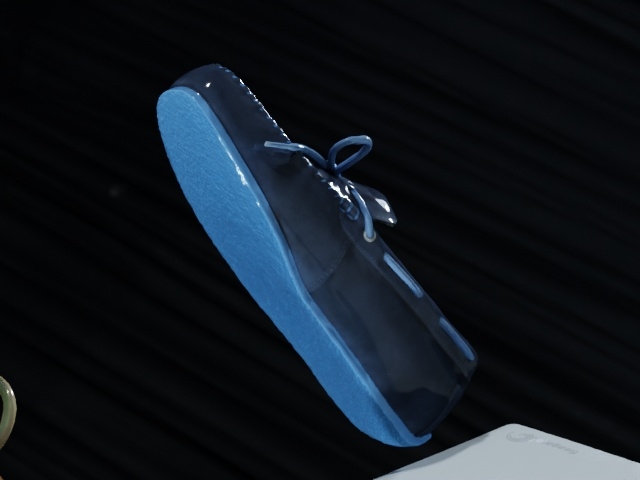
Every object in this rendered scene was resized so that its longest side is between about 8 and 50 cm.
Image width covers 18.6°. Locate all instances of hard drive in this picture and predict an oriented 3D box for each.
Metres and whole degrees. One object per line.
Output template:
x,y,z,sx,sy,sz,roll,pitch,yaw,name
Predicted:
0.106,0.213,1.412,0.307,0.203,0.040,-17,-69,-40,hard drive

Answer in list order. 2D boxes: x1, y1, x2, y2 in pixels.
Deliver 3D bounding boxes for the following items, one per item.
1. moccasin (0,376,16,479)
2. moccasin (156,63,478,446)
-0.195,0.140,0.880,0.380,0.139,0.147,49,-135,-25,moccasin
0.000,0.000,1.494,0.117,0.137,0.342,-41,-65,-21,moccasin
